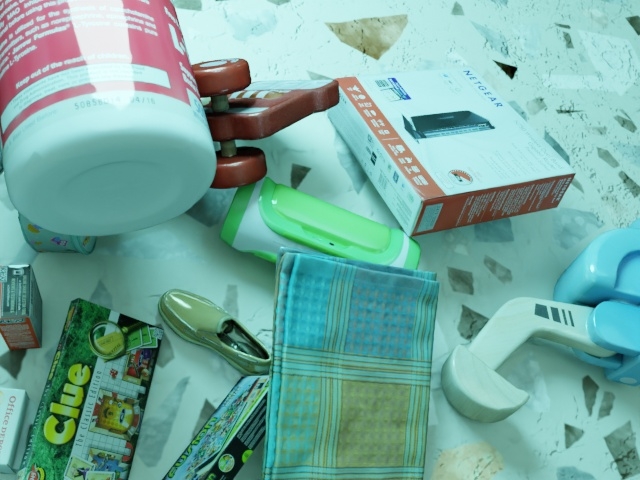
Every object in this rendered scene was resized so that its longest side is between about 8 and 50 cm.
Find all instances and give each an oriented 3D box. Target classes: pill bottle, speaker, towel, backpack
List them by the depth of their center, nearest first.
[{"bbox_3d":[-0.280,-0.231,0.795,0.228,0.229,0.408,-10,68,-22],"label":"pill bottle"},{"bbox_3d":[0.048,0.207,0.889,0.271,0.040,0.371,10,80,-31],"label":"towel"},{"bbox_3d":[-0.346,-0.073,0.922,0.144,0.166,0.189,11,63,-4],"label":"backpack"},{"bbox_3d":[0.000,0.000,1.023,0.296,0.131,0.131,22,61,-7],"label":"speaker"}]

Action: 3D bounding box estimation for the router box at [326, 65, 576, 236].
[{"bbox_3d":[0.214,-0.172,1.138,0.301,0.082,0.336,-11,49,-22],"label":"router box"}]

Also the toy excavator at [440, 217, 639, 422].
[{"bbox_3d":[0.448,0.126,1.087,0.444,0.222,0.433,14,61,5],"label":"toy excavator"}]

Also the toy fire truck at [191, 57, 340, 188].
[{"bbox_3d":[-0.151,-0.201,1.023,0.254,0.302,0.170,-36,124,-49],"label":"toy fire truck"}]

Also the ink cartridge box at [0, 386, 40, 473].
[{"bbox_3d":[-0.420,0.229,0.797,0.143,0.090,0.092,9,63,-13],"label":"ink cartridge box"}]

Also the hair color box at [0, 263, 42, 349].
[{"bbox_3d":[-0.388,0.089,0.845,0.043,0.141,0.072,-1,65,-18],"label":"hair color box"}]

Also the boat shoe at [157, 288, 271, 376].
[{"bbox_3d":[-0.148,0.124,0.945,0.190,0.072,0.068,31,60,-1],"label":"boat shoe"}]

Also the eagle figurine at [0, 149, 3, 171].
[{"bbox_3d":[-0.533,-0.217,0.947,0.298,0.225,0.226,-50,42,-1],"label":"eagle figurine"}]

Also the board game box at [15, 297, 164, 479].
[{"bbox_3d":[-0.293,0.217,0.847,0.136,0.030,0.260,27,57,-34],"label":"board game box"}]

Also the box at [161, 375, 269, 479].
[{"bbox_3d":[-0.129,0.269,0.857,0.036,0.114,0.207,48,58,-15],"label":"box"}]
